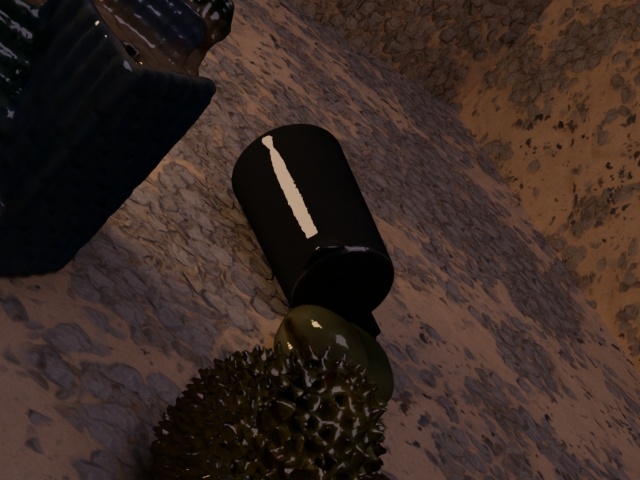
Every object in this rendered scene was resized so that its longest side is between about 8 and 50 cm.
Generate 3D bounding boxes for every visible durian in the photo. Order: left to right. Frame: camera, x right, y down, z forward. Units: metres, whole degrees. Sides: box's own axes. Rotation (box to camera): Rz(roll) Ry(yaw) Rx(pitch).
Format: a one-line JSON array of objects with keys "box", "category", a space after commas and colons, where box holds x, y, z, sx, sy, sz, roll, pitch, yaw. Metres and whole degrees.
[{"box": [-0.055, 0.234, 1.269, 0.258, 0.258, 0.293, 46, 40, 10], "category": "durian"}]

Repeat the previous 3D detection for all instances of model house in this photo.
[{"box": [-0.367, -0.220, 1.364, 0.445, 0.395, 0.400, 40, 22, -22], "category": "model house"}]

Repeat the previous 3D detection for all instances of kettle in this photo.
[{"box": [-0.013, 0.000, 1.944, 0.203, 0.262, 0.308, -8, 46, -18], "category": "kettle"}]

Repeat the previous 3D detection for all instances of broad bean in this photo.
[{"box": [0.020, 0.175, 1.722, 0.189, 0.121, 0.263, 45, 5, 24], "category": "broad bean"}]

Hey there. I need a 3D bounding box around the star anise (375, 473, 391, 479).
[{"box": [0.078, 0.346, 1.460, 0.220, 0.099, 0.214, 32, 4, 42], "category": "star anise"}]
